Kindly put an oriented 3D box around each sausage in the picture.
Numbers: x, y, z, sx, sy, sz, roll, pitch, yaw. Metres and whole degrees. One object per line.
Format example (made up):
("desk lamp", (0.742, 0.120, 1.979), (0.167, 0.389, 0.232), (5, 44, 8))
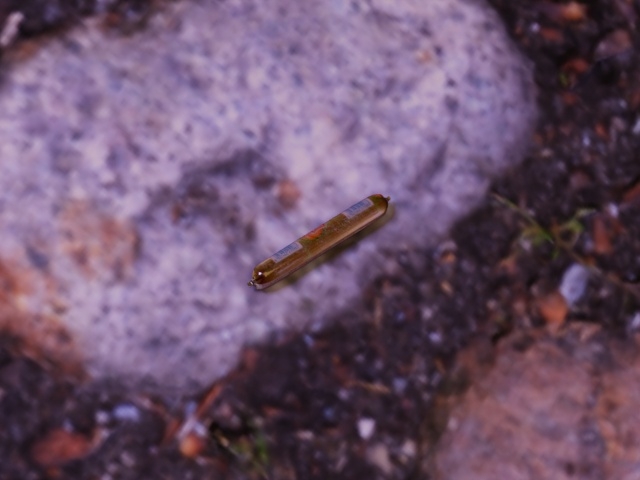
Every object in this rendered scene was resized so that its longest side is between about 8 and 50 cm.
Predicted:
("sausage", (0.000, 0.000, 1.017), (0.100, 0.015, 0.015), (-32, 95, -23))
